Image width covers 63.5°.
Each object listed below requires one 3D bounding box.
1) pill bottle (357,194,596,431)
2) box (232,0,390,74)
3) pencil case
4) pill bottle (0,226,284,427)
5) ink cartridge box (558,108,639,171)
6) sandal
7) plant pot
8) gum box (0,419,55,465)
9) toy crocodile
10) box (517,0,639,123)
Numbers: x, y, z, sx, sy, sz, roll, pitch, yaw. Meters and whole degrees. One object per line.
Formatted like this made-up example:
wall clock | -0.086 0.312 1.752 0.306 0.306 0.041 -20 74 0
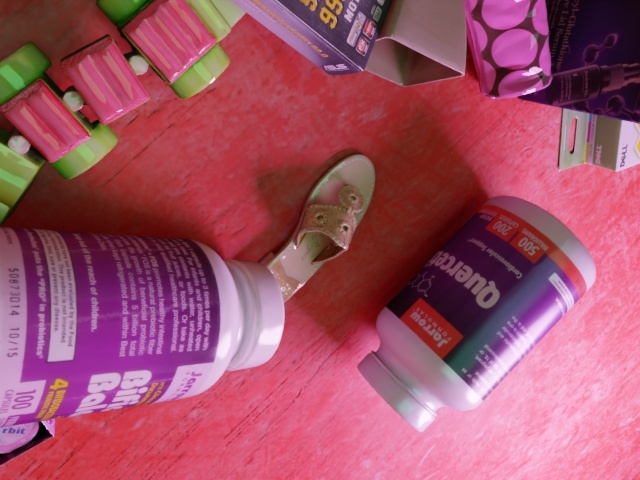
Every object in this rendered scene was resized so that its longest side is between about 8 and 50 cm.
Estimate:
pill bottle | 0.206 0.103 0.722 0.323 0.181 0.181 -46 123 -2
box | 0.003 -0.303 0.478 0.183 0.056 0.231 25 83 -40
pencil case | 0.215 -0.268 0.621 0.098 0.095 0.209 -32 124 -2
pill bottle | -0.189 0.078 0.509 0.302 0.169 0.169 4 110 -43
ink cartridge box | 0.475 -0.177 0.804 0.209 0.062 0.108 -18 119 -18
sandal | 0.004 0.004 0.641 0.240 0.079 0.088 -49 123 0
plant pot | 0.095 -0.240 0.571 0.109 0.109 0.096 12 92 -30
gum box | -0.373 0.194 0.521 0.188 0.107 0.062 -29 121 -12
toy crocodile | -0.186 -0.151 0.466 0.341 0.105 0.115 -39 123 -7
box | 0.373 -0.233 0.643 0.108 0.207 0.153 -3 112 -25
